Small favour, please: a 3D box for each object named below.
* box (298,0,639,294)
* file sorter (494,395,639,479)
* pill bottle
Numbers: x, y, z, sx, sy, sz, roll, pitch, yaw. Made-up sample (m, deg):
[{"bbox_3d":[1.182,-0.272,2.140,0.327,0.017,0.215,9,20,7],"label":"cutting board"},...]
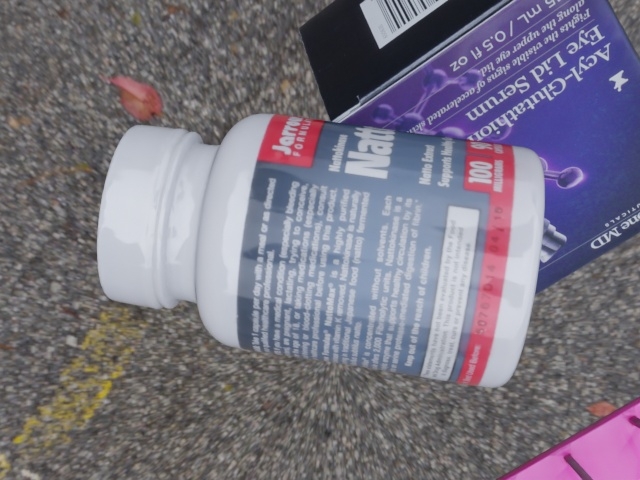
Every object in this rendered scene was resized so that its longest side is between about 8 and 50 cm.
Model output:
[{"bbox_3d":[0.110,-0.077,0.563,0.153,0.207,0.108,-35,40,16],"label":"box"},{"bbox_3d":[0.317,0.235,0.761,0.290,0.182,0.202,-31,87,3],"label":"file sorter"},{"bbox_3d":[0.000,0.000,0.421,0.180,0.108,0.108,8,83,4],"label":"pill bottle"}]
